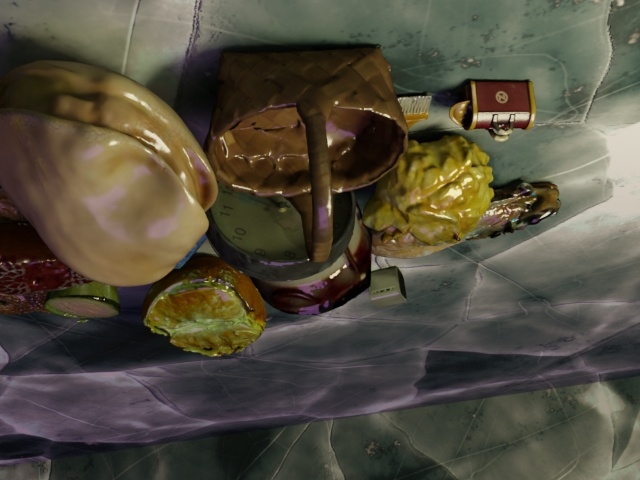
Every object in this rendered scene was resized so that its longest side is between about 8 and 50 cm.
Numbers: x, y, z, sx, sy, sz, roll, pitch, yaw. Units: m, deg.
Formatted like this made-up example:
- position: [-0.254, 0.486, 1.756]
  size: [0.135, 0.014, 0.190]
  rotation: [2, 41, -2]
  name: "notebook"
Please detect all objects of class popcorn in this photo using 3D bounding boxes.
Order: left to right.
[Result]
- position: [0.209, -0.082, 1.520]
  size: [0.266, 0.192, 0.233]
  rotation: [-33, 150, 14]
  name: "popcorn"

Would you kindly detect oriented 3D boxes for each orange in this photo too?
- position: [-0.278, 0.153, 1.899]
  size: [0.263, 0.196, 0.334]
  rotation: [-27, 154, 8]
  name: "orange"

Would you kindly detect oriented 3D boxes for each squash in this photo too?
- position: [-0.547, 0.113, 1.838]
  size: [0.170, 0.122, 0.170]
  rotation: [-5, 154, -3]
  name: "squash"

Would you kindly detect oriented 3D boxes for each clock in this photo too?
- position: [-0.073, -0.057, 1.440]
  size: [0.281, 0.280, 0.055]
  rotation: [-2, 147, -8]
  name: "clock"

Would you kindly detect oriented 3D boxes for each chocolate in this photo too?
- position: [-0.028, -0.012, 1.564]
  size: [0.284, 0.283, 0.186]
  rotation: [-5, 144, -3]
  name: "chocolate"

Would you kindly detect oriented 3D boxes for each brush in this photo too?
- position: [0.145, -0.191, 1.507]
  size: [0.103, 0.013, 0.272]
  rotation: [-5, 154, -2]
  name: "brush"

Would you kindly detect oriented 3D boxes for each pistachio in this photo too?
- position: [-0.343, -0.099, 1.274]
  size: [0.365, 0.281, 0.445]
  rotation: [8, 150, 17]
  name: "pistachio"

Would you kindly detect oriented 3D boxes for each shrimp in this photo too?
- position: [0.312, -0.030, 1.771]
  size: [0.446, 0.109, 0.221]
  rotation: [-15, 158, 25]
  name: "shrimp"

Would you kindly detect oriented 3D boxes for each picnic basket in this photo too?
- position: [-0.017, -0.120, 1.281]
  size: [0.337, 0.337, 0.293]
  rotation: [-3, 153, -6]
  name: "picnic basket"

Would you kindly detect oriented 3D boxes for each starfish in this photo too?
- position: [-0.698, 0.149, 1.950]
  size: [0.302, 0.060, 0.299]
  rotation: [19, 141, -41]
  name: "starfish"

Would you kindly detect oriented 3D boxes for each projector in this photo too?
- position: [0.171, 0.121, 2.049]
  size: [0.082, 0.083, 0.083]
  rotation: [-14, 153, 15]
  name: "projector"

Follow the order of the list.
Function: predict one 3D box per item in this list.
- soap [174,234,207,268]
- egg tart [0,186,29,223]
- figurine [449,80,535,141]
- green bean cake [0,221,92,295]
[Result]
- position: [-0.328, -0.017, 1.680]
  size: [0.156, 0.077, 0.293]
  rotation: [9, 151, -29]
  name: "soap"
- position: [-0.649, -0.064, 1.501]
  size: [0.234, 0.094, 0.234]
  rotation: [-3, 156, -2]
  name: "egg tart"
- position: [0.298, -0.219, 1.393]
  size: [0.154, 0.098, 0.082]
  rotation: [-4, 157, -11]
  name: "figurine"
- position: [-0.523, 0.030, 1.521]
  size: [0.233, 0.097, 0.198]
  rotation: [-7, 157, -21]
  name: "green bean cake"
